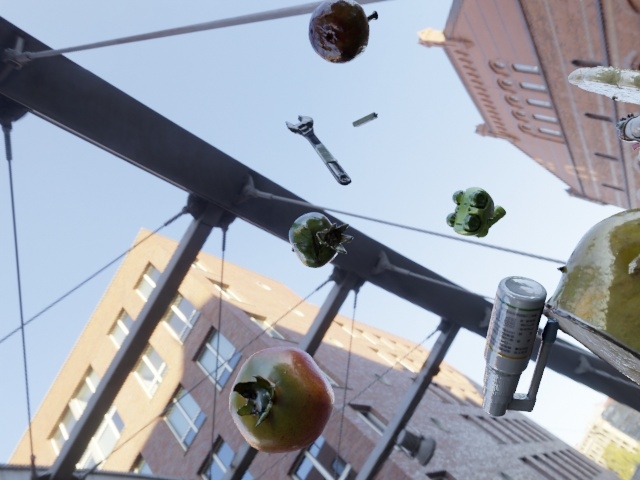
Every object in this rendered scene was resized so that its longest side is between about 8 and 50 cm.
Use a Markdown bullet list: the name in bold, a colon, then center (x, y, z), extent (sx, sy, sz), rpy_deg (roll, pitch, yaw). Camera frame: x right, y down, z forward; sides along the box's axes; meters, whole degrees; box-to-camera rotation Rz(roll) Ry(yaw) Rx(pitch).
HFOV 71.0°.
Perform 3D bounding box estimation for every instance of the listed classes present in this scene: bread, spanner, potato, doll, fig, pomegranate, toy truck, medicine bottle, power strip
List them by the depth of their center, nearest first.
- **doll**: center (0.425, -0.128, 0.590), extent (0.040, 0.058, 0.085), rpy_deg (-15, -84, 8)
- **medicine bottle**: center (0.279, 0.157, 0.633), extent (0.061, 0.092, 0.220), rpy_deg (-81, -8, -62)
- **potato**: center (0.672, 0.128, 0.879), extent (0.296, 0.397, 0.290), rpy_deg (-56, -9, 1)
- **pomegranate**: center (-0.092, 0.332, 0.946), extent (0.221, 0.221, 0.257), rpy_deg (-55, -32, -5)
- **bread**: center (0.818, -0.402, 1.181), extent (0.316, 0.316, 0.054), rpy_deg (-2, -64, -44)
- **pomegranate**: center (0.000, 0.000, 1.224), extent (0.131, 0.191, 0.152), rpy_deg (-46, -64, -26)
- **power strip**: center (0.126, -0.338, 1.256), extent (0.027, 0.083, 0.017), rpy_deg (-18, -88, -54)
- **spanner**: center (-0.006, -0.259, 1.272), extent (0.087, 0.315, 0.024), rpy_deg (-15, -36, -26)
- **fig**: center (0.106, -0.634, 1.350), extent (0.290, 0.191, 0.190), rpy_deg (-19, -55, -31)
- **toy truck**: center (0.600, -0.090, 1.726), extent (0.211, 0.148, 0.187), rpy_deg (35, -96, -23)

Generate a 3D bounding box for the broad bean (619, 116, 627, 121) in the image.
- **broad bean**: center (0.953, -0.314, 1.279), extent (0.214, 0.070, 0.048), rpy_deg (11, -85, -3)
